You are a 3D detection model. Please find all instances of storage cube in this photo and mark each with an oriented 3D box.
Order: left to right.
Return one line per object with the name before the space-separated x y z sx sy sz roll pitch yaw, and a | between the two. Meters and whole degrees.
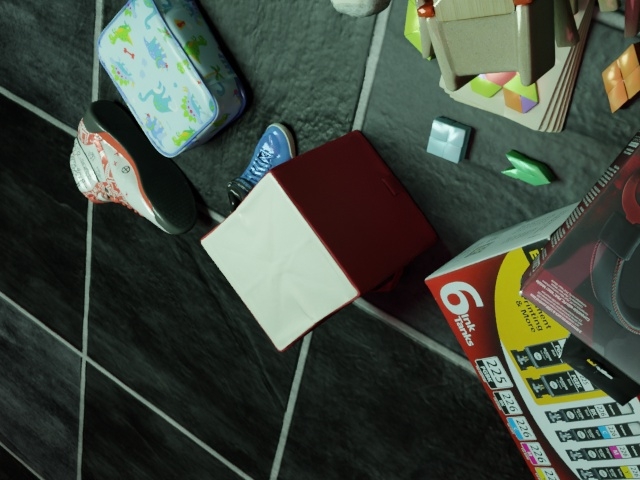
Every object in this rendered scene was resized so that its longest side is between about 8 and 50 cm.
storage cube | 0.000 0.000 1.082 0.215 0.193 0.184 55 133 4

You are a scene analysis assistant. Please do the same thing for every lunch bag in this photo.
lunch bag | -0.221 -0.244 1.205 0.176 0.090 0.219 -33 89 42

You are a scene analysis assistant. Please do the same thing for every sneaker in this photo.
sneaker | -0.311 -0.088 1.355 0.270 0.090 0.145 51 133 11
sneaker | -0.089 -0.092 1.179 0.058 0.085 0.152 36 129 19

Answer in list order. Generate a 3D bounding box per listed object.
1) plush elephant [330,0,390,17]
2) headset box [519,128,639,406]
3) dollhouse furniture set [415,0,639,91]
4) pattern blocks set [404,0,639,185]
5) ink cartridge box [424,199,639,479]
plush elephant | 0.005 -0.414 0.776 0.255 0.272 0.330 22 128 -2
headset box | 0.335 0.016 0.732 0.218 0.110 0.293 39 105 8
dollhouse furniture set | 0.194 -0.239 0.734 0.262 0.259 0.135 4 120 37
pattern blocks set | 0.219 -0.220 0.916 0.285 0.026 0.324 16 120 32
ink cartridge box | 0.308 0.119 0.910 0.272 0.130 0.309 -27 93 54
